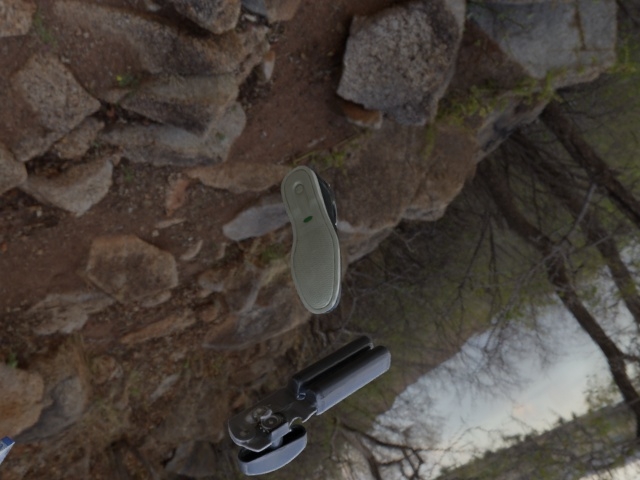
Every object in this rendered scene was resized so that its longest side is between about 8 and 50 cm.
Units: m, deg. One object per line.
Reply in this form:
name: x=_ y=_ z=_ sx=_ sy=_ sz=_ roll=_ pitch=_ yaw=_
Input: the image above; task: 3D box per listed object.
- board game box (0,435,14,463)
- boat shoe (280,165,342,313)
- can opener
board game box: x=-0.540 y=0.365 z=0.924 sx=0.090 sy=0.020 sz=0.090 roll=-54 pitch=178 yaw=13
boat shoe: x=0.000 y=0.000 z=0.885 sx=0.084 sy=0.232 sz=0.079 roll=-20 pitch=154 yaw=24
can opener: x=-0.010 y=0.241 z=0.870 sx=0.284 sy=0.076 sz=0.095 roll=-22 pitch=122 yaw=-37
